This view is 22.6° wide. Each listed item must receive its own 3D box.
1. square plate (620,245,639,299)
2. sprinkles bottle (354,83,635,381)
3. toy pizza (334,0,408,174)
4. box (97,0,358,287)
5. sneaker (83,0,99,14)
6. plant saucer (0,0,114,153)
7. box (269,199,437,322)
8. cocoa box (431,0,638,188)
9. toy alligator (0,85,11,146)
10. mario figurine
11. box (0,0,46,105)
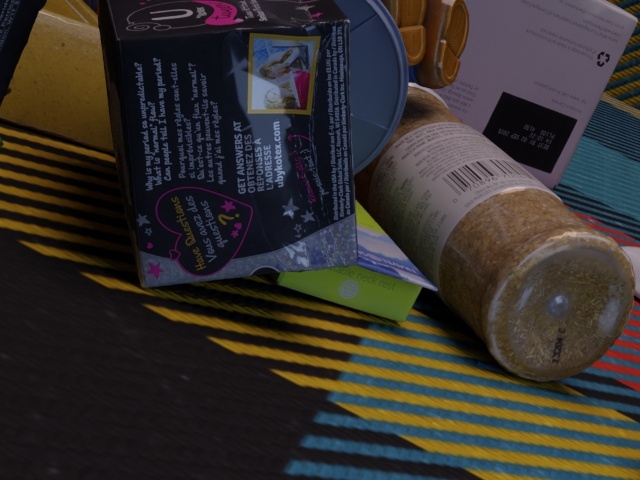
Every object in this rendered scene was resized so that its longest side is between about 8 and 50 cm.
[{"bbox_3d":[0.484,0.101,1.600,0.344,0.049,0.347,10,22,-46],"label":"square plate"},{"bbox_3d":[0.107,-0.024,1.254,0.121,0.121,0.355,18,17,-29],"label":"sprinkles bottle"},{"bbox_3d":[-0.034,-0.123,1.204,0.201,0.201,0.032,22,27,-13],"label":"toy pizza"},{"bbox_3d":[-0.068,-0.089,1.043,0.142,0.163,0.247,-6,21,-8],"label":"box"},{"bbox_3d":[-0.319,-0.276,1.515,0.131,0.112,0.296,-18,44,-37],"label":"sneaker"},{"bbox_3d":[-0.310,-0.197,1.244,0.332,0.081,0.333,16,17,-35],"label":"plant saucer"},{"bbox_3d":[0.000,0.000,1.145,0.109,0.042,0.178,17,17,-27],"label":"box"},{"bbox_3d":[0.136,-0.240,1.839,0.347,0.231,0.228,16,16,-34],"label":"cocoa box"},{"bbox_3d":[-0.259,-0.132,1.083,0.190,0.056,0.051,58,-10,15],"label":"toy alligator"},{"bbox_3d":[-0.046,-0.203,1.323,0.320,0.170,0.198,4,-41,29],"label":"mario figurine"},{"bbox_3d":[-0.346,-0.163,0.864,0.296,0.183,0.294,28,16,12],"label":"box"}]
